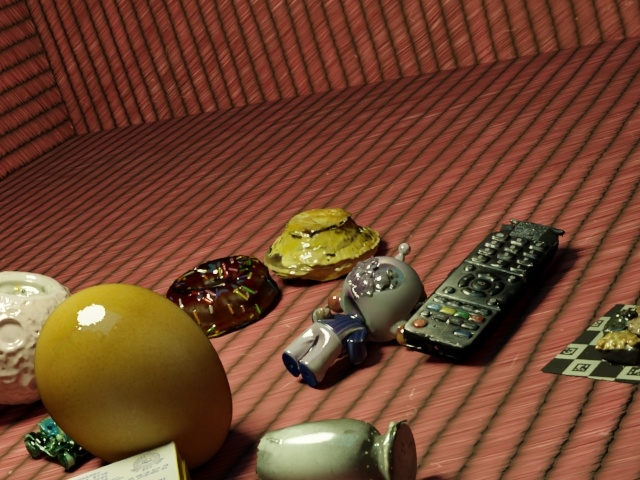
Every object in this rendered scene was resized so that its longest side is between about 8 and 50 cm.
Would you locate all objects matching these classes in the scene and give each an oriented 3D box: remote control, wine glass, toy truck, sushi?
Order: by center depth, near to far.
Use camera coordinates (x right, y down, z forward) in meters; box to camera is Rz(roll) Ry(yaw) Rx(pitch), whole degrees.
[{"bbox_3d":[0.022,0.292,1.681,0.204,0.111,0.111,-8,22,22],"label":"wine glass"},{"bbox_3d":[0.449,0.127,1.847,0.192,0.050,0.215,3,28,46],"label":"sushi"},{"bbox_3d":[-0.427,0.316,2.078,0.080,0.078,0.154,-31,22,-36],"label":"toy truck"},{"bbox_3d":[0.272,0.079,2.097,0.144,0.062,0.399,14,35,29],"label":"remote control"}]

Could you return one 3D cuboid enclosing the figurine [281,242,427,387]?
[{"bbox_3d":[0.053,0.124,2.098,0.274,0.133,0.194,-24,34,-8],"label":"figurine"}]

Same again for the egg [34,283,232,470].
[{"bbox_3d":[-0.273,0.209,1.888,0.250,0.322,0.250,-50,5,6],"label":"egg"}]

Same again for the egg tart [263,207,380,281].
[{"bbox_3d":[0.000,0.000,2.510,0.241,0.106,0.241,-8,21,3],"label":"egg tart"}]

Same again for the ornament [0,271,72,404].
[{"bbox_3d":[-0.557,0.184,2.320,0.259,0.225,0.259,8,14,-2],"label":"ornament"}]

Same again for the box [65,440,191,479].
[{"bbox_3d":[-0.299,0.389,1.728,0.265,0.097,0.168,-19,19,-5],"label":"box"}]

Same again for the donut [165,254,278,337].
[{"bbox_3d":[-0.198,0.103,2.444,0.235,0.089,0.235,-16,21,6],"label":"donut"}]
